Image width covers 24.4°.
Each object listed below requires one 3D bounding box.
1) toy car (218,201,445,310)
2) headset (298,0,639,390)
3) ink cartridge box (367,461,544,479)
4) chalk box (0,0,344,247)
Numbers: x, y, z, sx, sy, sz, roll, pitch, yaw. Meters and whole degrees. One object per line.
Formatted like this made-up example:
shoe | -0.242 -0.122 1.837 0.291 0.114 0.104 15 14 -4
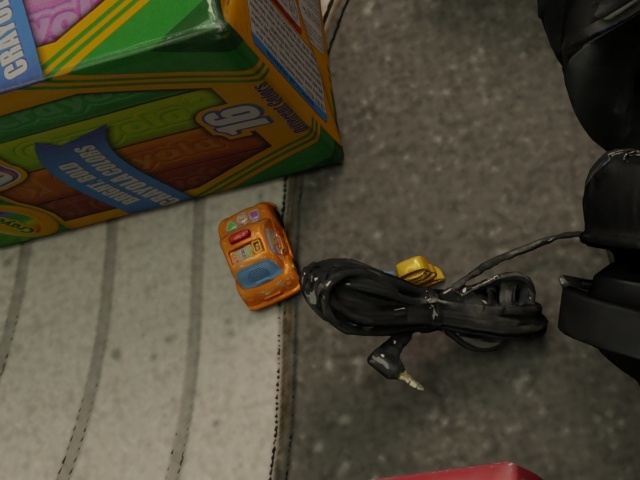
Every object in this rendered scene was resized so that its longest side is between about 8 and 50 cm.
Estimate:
toy car | 0.000 0.000 0.771 0.122 0.040 0.060 -8 72 18
headset | 0.129 -0.041 0.566 0.185 0.394 0.243 8 64 -15
ink cartridge box | 0.047 0.199 0.676 0.128 0.072 0.175 -11 70 16
chalk box | -0.158 -0.114 0.789 0.289 0.180 0.179 -15 69 17
